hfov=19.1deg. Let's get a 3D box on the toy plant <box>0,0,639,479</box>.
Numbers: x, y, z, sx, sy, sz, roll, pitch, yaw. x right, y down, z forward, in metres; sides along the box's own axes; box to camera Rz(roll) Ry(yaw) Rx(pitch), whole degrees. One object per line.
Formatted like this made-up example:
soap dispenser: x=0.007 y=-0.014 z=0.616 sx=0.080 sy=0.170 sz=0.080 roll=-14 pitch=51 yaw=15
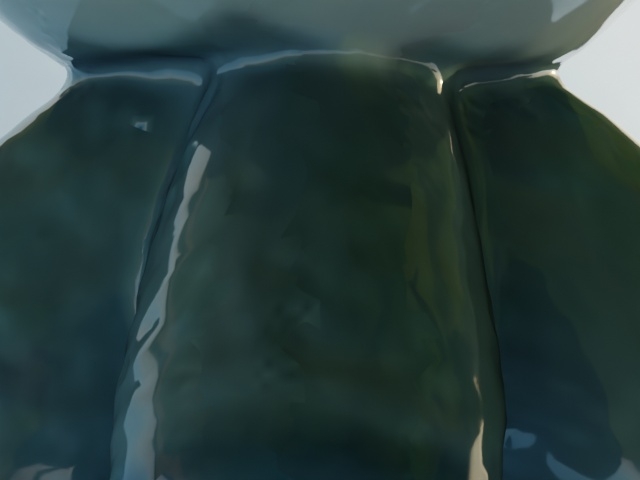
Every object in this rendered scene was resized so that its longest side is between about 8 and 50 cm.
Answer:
toy plant: x=0.000 y=0.000 z=0.457 sx=0.247 sy=0.332 sz=0.247 roll=-1 pitch=-179 yaw=0
